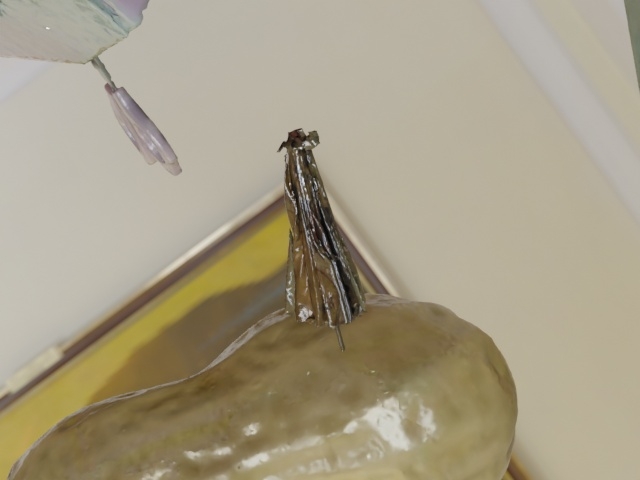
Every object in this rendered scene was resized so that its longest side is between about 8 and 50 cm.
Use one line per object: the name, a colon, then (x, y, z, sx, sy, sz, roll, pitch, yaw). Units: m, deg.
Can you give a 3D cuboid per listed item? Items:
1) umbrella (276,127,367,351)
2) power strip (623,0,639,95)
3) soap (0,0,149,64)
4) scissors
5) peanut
umbrella: (-0.001, 0.001, 0.500, 0.031, 0.083, 0.020, 0, -156, 34)
power strip: (0.102, -0.059, 0.407, 0.017, 0.083, 0.027, -22, 153, 38)
soap: (-0.249, -0.240, 0.865, 0.446, 0.261, 0.156, 12, -113, 48)
scissors: (-0.170, -0.130, 1.114, 0.015, 0.189, 0.100, -37, -150, -13)
peanut: (-0.033, 0.100, 0.659, 0.256, 0.123, 0.123, -19, -176, 5)
